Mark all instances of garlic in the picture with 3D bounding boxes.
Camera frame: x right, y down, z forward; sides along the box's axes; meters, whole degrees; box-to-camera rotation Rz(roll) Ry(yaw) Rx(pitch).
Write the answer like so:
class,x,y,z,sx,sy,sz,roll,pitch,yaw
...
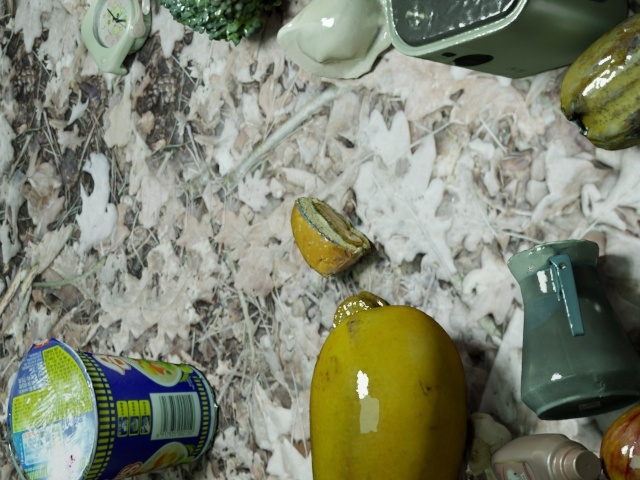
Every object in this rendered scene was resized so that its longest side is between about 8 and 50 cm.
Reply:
class,x,y,z,sx,sy,sz,roll,pitch,yaw
garlic,0.250,0.309,1.770,0.074,0.094,0.113,-12,74,10

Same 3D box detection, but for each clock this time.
class,x,y,z,sx,sy,sz,roll,pitch,yaw
clock,-0.404,-0.445,2.426,0.191,0.062,0.151,-49,57,29

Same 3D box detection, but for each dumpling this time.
class,x,y,z,sx,sy,sz,roll,pitch,yaw
dumpling,0.045,-0.346,1.974,0.229,0.124,0.151,-31,105,30

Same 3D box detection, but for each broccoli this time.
class,x,y,z,sx,sy,sz,roll,pitch,yaw
broccoli,-0.179,-0.513,2.125,0.293,0.348,0.281,40,83,-4

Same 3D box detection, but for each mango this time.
class,x,y,z,sx,sy,sz,roll,pitch,yaw
mango,0.097,0.318,1.786,0.300,0.232,0.446,-173,84,-78

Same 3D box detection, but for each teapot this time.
class,x,y,z,sx,sy,sz,roll,pitch,yaw
teapot,0.339,0.116,1.624,0.171,0.203,0.225,-12,70,5

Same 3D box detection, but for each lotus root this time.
class,x,y,z,sx,sy,sz,roll,pitch,yaw
lotus root,0.440,-0.229,1.577,0.278,0.154,0.154,-39,63,36

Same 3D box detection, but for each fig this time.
class,x,y,z,sx,sy,sz,roll,pitch,yaw
fig,0.459,0.267,1.541,0.149,0.202,0.148,64,174,-22

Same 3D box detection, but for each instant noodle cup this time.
class,x,y,z,sx,sy,sz,roll,pitch,yaw
instant noodle cup,-0.366,0.320,2.182,0.284,0.312,0.284,-4,84,43

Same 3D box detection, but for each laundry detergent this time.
class,x,y,z,sx,sy,sz,roll,pitch,yaw
laundry detergent,0.330,0.342,1.616,0.171,0.076,0.237,60,162,2

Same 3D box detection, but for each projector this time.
class,x,y,z,sx,sy,sz,roll,pitch,yaw
projector,0.256,-0.378,1.680,0.248,0.249,0.248,-11,81,43

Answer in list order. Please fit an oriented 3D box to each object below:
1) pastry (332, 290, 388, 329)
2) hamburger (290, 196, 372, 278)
class,x,y,z,sx,sy,sz,roll,pitch,yaw
pastry,0.068,0.137,1.960,0.097,0.057,0.109,-11,81,41
hamburger,0.000,0.008,2.009,0.176,0.087,0.102,40,113,34
